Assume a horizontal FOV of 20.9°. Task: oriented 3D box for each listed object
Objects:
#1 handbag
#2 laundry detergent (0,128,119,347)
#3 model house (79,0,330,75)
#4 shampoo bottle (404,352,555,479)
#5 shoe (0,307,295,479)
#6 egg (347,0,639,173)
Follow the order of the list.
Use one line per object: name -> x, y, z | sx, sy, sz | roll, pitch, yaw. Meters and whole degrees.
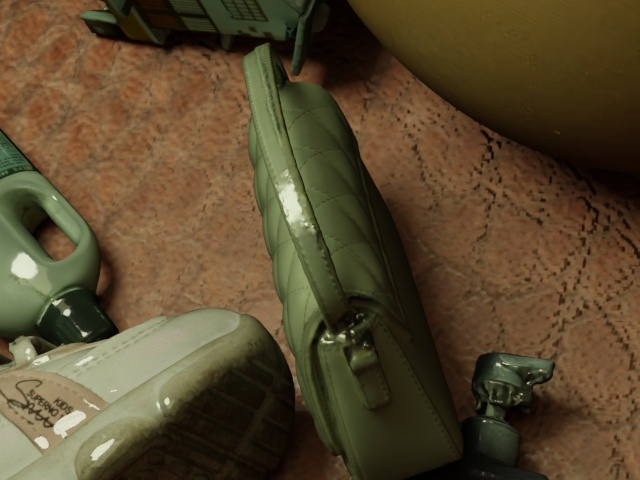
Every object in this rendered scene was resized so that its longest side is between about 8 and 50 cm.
handbag -> 0.000, 0.000, 0.998 | 0.079, 0.219, 0.256 | -22, 36, 5
laundry detergent -> -0.211, 0.001, 1.165 | 0.099, 0.070, 0.225 | -38, 60, -14
model house -> -0.069, -0.255, 1.187 | 0.215, 0.198, 0.224 | 10, 65, 23
shampoo bottle -> 0.073, 0.209, 0.989 | 0.098, 0.071, 0.309 | 7, 63, 20
shoe -> -0.192, 0.132, 1.036 | 0.351, 0.172, 0.198 | -36, 60, -5
egg -> 0.171, -0.199, 1.034 | 0.374, 0.301, 0.301 | 26, 72, 16
